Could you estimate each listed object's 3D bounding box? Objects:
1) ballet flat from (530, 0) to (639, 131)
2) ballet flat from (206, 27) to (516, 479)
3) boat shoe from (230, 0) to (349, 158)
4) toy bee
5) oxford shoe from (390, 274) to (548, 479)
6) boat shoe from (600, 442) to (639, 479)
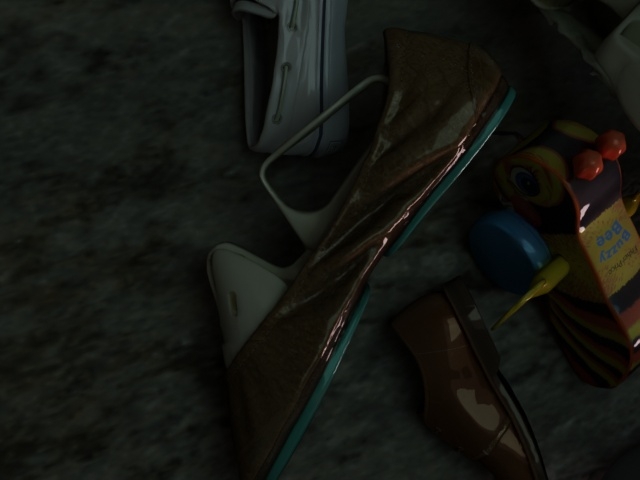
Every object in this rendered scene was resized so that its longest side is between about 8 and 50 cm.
[{"bbox_3d":[0.227,-0.170,1.084,0.147,0.147,0.409,-27,69,-25],"label":"ballet flat"},{"bbox_3d":[0.000,0.000,1.039,0.124,0.116,0.342,31,93,-3],"label":"ballet flat"},{"bbox_3d":[-0.026,-0.171,1.076,0.076,0.083,0.226,-6,87,-27],"label":"boat shoe"},{"bbox_3d":[0.175,-0.016,1.110,0.298,0.162,0.195,36,70,-19],"label":"toy bee"},{"bbox_3d":[0.117,0.135,1.128,0.076,0.076,0.212,-26,96,3],"label":"oxford shoe"},{"bbox_3d":[0.339,0.186,1.195,0.306,0.113,0.105,-23,100,-41],"label":"boat shoe"}]
